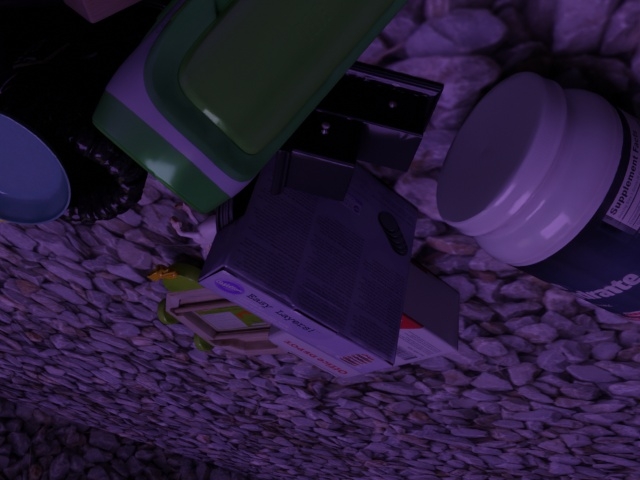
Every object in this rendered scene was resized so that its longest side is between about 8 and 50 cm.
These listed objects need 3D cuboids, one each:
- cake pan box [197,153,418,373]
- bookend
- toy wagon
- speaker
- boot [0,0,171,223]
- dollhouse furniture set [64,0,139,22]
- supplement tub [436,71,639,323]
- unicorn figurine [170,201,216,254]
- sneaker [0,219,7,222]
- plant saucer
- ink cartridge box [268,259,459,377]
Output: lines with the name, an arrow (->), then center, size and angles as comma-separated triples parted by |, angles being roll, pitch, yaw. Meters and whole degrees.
cake pan box -> 0.000, 0.000, 0.704 | 0.267, 0.245, 0.070 | 33, 141, -27
bookend -> 0.041, -0.110, 0.611 | 0.156, 0.157, 0.072 | 15, 146, -1
toy wagon -> -0.192, 0.132, 1.111 | 0.267, 0.068, 0.344 | -10, 138, 30
speaker -> -0.033, -0.165, 0.436 | 0.131, 0.296, 0.131 | 40, 176, 3
boot -> -0.299, -0.143, 0.585 | 0.348, 0.260, 0.131 | -3, 142, 22
dollhouse furniture set -> -0.209, -0.280, 0.467 | 0.151, 0.144, 0.123 | 40, 155, 28
supplement tub -> 0.283, -0.040, 0.600 | 0.272, 0.191, 0.191 | 23, 144, -15
unicorn figurine -> -0.175, -0.025, 0.889 | 0.162, 0.060, 0.111 | -15, 136, 35
sneaker -> -0.525, -0.102, 0.880 | 0.094, 0.081, 0.208 | -8, 140, 24
plant saucer -> -0.255, -0.063, 0.453 | 0.119, 0.021, 0.119 | 5, 135, 6
ink cartridge box -> 0.071, 0.133, 0.983 | 0.197, 0.114, 0.273 | 34, 139, -29
